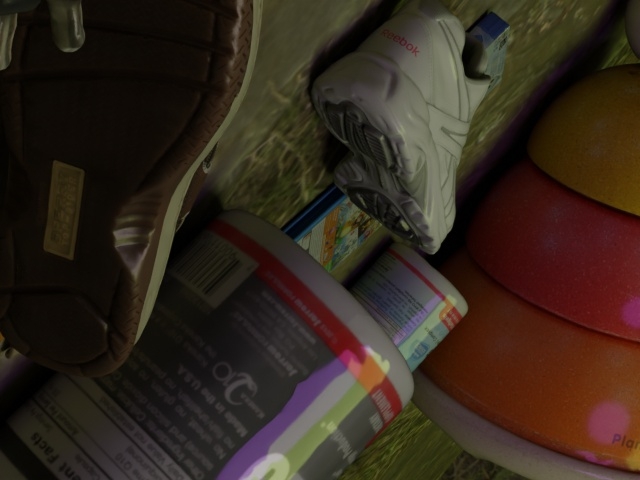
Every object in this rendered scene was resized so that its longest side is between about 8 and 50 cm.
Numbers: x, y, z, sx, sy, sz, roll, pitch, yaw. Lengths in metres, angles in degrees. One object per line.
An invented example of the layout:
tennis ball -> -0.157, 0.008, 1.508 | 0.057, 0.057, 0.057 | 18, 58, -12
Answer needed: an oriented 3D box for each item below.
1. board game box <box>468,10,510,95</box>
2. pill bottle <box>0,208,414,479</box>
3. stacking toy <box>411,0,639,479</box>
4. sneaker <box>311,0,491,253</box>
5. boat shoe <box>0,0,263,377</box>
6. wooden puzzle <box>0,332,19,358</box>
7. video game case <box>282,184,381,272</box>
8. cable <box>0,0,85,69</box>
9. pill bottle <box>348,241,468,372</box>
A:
board game box -> 0.095, -0.108, 1.061 | 0.090, 0.020, 0.090 | -45, 165, -12
pill bottle -> -0.095, 0.132, 0.864 | 0.283, 0.161, 0.161 | -45, 164, -11
stacking toy -> 0.287, -0.035, 1.353 | 0.350, 0.350, 0.480 | -20, 132, -60
sneaker -> 0.069, -0.072, 0.948 | 0.115, 0.090, 0.232 | -50, 163, -13
boat shoe -> -0.080, -0.061, 0.617 | 0.095, 0.095, 0.257 | -66, -178, -50
wooden puzzle -> -0.133, 0.029, 0.790 | 0.116, 0.014, 0.078 | -35, 160, -40
video game case -> 0.000, 0.000, 1.077 | 0.166, 0.015, 0.119 | -42, 163, -21
cable -> -0.100, -0.161, 0.404 | 0.139, 0.072, 0.287 | -13, 132, -37
pill bottle -> 0.042, 0.085, 1.258 | 0.160, 0.087, 0.087 | -47, 164, -3
